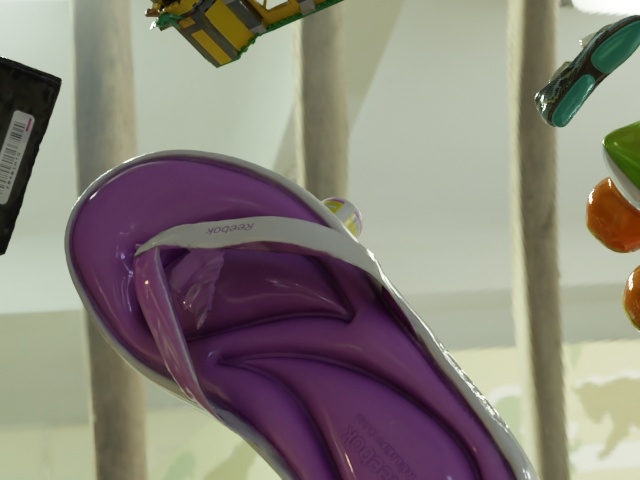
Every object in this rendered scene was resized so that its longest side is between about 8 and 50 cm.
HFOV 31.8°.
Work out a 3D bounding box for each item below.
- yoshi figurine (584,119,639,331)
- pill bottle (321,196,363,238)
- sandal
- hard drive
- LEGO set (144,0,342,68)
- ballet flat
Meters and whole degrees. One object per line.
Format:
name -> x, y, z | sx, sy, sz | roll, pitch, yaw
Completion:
yoshi figurine -> 0.322, -0.097, 0.708 | 0.204, 0.203, 0.362 | 32, -43, 12
pill bottle -> 0.000, 0.000, 0.895 | 0.043, 0.043, 0.083 | -30, 9, 35
sandal -> -0.029, 0.052, 0.696 | 0.169, 0.416, 0.102 | -50, -32, -5
hard drive -> -0.318, -0.037, 0.928 | 0.064, 0.236, 0.339 | 19, 0, -28
LEGO set -> -0.043, -0.313, 0.834 | 0.255, 0.331, 0.192 | -7, -38, 41
ballet flat -> 0.359, -0.240, 1.519 | 0.188, 0.070, 0.070 | -47, -38, 12
